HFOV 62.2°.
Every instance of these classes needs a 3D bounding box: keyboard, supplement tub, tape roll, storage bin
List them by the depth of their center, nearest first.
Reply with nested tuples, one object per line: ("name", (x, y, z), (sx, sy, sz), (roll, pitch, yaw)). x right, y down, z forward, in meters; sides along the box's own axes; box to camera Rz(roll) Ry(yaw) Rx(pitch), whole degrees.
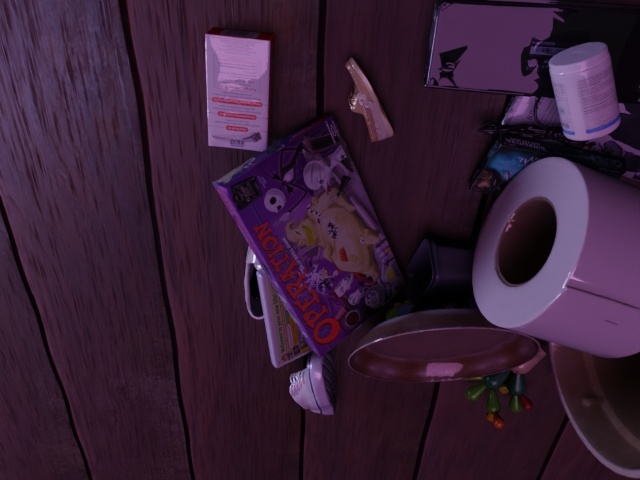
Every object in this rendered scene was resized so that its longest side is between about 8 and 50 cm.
("supplement tub", (0.340, -0.190, 0.682), (0.071, 0.071, 0.107), (-17, 119, 16))
("keyboard", (0.303, -0.222, 0.727), (0.317, 0.033, 0.201), (6, 123, 4))
("tape roll", (0.351, 0.025, 0.740), (0.169, 0.246, 0.246), (17, 123, -13))
("storage bin", (0.209, 0.056, 0.914), (0.091, 0.098, 0.135), (3, 148, -9))

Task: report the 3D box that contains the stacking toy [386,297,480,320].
("stacking toy", (0.224, 0.136, 0.923), (0.221, 0.052, 0.167), (-14, 153, 5))

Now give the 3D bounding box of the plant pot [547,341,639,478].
("plant pot", (0.591, 0.182, 0.847), (0.306, 0.333, 0.333), (-5, 123, -4))

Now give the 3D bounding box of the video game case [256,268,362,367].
("video game case", (-0.012, 0.108, 0.948), (0.193, 0.023, 0.212), (-22, 127, -24))

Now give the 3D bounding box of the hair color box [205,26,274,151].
("hair color box", (-0.119, -0.222, 0.791), (0.093, 0.053, 0.167), (7, 122, 0))

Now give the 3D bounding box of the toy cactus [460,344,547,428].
("toy cactus", (0.357, 0.262, 1.038), (0.180, 0.112, 0.219), (-42, 102, 17))

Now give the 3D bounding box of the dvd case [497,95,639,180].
("dvd case", (0.403, -0.199, 0.764), (0.239, 0.029, 0.179), (17, 123, -4))

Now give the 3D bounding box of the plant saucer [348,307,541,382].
("plant saucer", (0.201, 0.178, 0.888), (0.311, 0.050, 0.310), (0, 152, 0))

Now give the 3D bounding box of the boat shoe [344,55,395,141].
("boat shoe", (0.065, -0.204, 0.785), (0.045, 0.050, 0.135), (-25, 117, 14))

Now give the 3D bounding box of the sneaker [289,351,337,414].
("sneaker", (-0.019, 0.291, 1.055), (0.091, 0.094, 0.258), (3, 144, 7))

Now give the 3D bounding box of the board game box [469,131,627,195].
("board game box", (0.337, -0.099, 0.804), (0.186, 0.026, 0.126), (11, 153, -1))

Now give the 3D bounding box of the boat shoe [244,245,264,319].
("boat shoe", (-0.085, 0.024, 0.926), (0.096, 0.088, 0.267), (18, 123, -5))

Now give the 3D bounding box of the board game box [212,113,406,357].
("board game box", (0.000, 0.000, 0.858), (0.208, 0.056, 0.346), (-35, 119, -14))
